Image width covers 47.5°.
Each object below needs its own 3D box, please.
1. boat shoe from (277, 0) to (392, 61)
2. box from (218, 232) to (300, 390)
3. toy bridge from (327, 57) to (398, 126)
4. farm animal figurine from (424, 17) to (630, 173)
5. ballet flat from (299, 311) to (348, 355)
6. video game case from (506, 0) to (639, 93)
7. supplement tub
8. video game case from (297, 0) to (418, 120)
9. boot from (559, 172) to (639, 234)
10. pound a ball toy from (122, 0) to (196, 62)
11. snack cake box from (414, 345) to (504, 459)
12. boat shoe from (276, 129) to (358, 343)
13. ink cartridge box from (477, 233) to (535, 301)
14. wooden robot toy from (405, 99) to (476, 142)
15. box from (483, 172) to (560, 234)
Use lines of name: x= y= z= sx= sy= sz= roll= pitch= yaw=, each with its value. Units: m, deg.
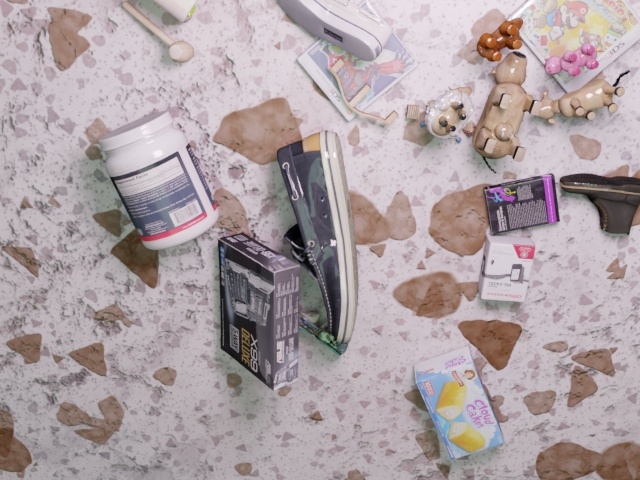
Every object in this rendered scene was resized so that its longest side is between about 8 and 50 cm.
boat shoe: x=0.027 y=-0.477 z=1.519 sx=0.267 sy=0.096 sz=0.088 roll=33 pitch=75 yaw=16
box: x=-0.148 y=0.165 z=1.722 sx=0.076 sy=0.242 sz=0.307 roll=-14 pitch=117 yaw=-35
toy bridge: x=0.085 y=-0.319 z=1.603 sx=0.188 sy=0.026 sz=0.063 roll=41 pitch=110 yaw=-13
farm animal figurine: x=0.427 y=-0.302 z=1.540 sx=0.330 sy=0.172 sz=0.327 roll=29 pitch=106 yaw=-13
ballet flat: x=-0.007 y=0.218 z=1.835 sx=0.188 sy=0.070 sz=0.070 roll=35 pitch=109 yaw=-13
video game case: x=0.548 y=-0.460 z=1.551 sx=0.206 sy=0.026 sz=0.227 roll=-41 pitch=104 yaw=16
supplement tub: x=-0.361 y=-0.133 z=1.632 sx=0.191 sy=0.191 sz=0.272 roll=-18 pitch=110 yaw=9
video game case: x=0.082 y=-0.394 z=1.599 sx=0.201 sy=0.023 sz=0.183 roll=-38 pitch=106 yaw=15
boot: x=0.643 y=-0.078 z=1.678 sx=0.198 sy=0.077 sz=0.137 roll=6 pitch=117 yaw=1
pound a ball toy: x=-0.360 y=-0.537 z=1.500 sx=0.319 sy=0.136 sz=0.208 roll=36 pitch=109 yaw=-11
snack cake box: x=0.359 y=0.421 z=1.878 sx=0.152 sy=0.089 sz=0.264 roll=-21 pitch=110 yaw=11
boat shoe: x=0.000 y=0.000 z=1.680 sx=0.156 sy=0.187 sz=0.500 roll=-7 pitch=105 yaw=7
ink cartridge box: x=0.446 y=0.068 z=1.746 sx=0.109 sy=0.063 sz=0.150 roll=4 pitch=112 yaw=1
wooden robot toy: x=0.276 y=-0.266 z=1.612 sx=0.173 sy=0.079 sz=0.076 roll=22 pitch=111 yaw=-7
box: x=0.471 y=-0.085 z=1.703 sx=0.162 sy=0.029 sz=0.116 roll=-11 pitch=110 yaw=6
